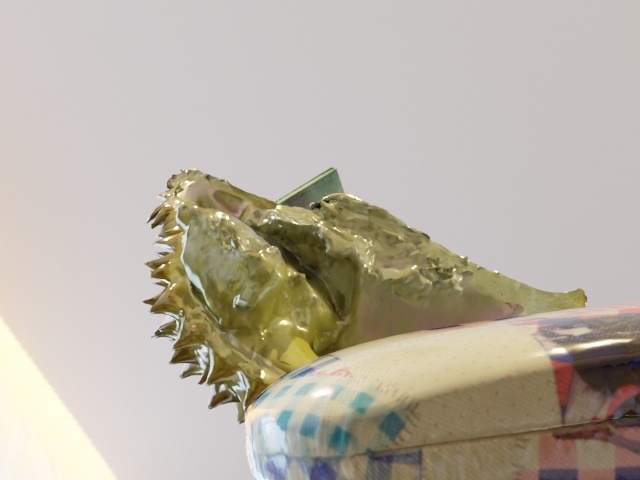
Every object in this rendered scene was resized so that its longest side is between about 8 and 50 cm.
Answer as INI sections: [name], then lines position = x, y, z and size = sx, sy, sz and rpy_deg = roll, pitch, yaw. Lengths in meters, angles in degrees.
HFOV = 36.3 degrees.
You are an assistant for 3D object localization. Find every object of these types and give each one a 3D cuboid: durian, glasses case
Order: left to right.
[durian]
position = 0.003, 0.048, 0.620
size = 0.306, 0.172, 0.166
rpy_deg = 25, -88, 18
[glasses case]
position = 0.132, 0.064, 0.413
size = 0.328, 0.125, 0.076
rpy_deg = -6, -91, -9

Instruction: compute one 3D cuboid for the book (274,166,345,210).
[book]
position = 0.000, 0.000, 1.102
size = 0.017, 0.103, 0.135
rpy_deg = 10, -55, 50
